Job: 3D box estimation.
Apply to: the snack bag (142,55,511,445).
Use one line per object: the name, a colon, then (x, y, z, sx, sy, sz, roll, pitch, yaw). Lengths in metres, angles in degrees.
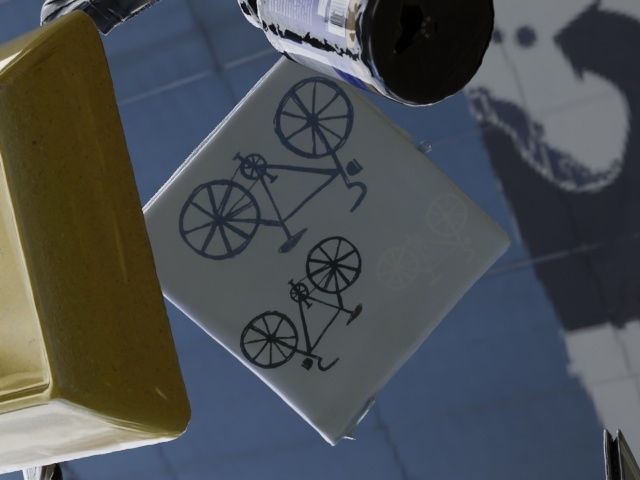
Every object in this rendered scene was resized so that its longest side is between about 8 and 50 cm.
snack bag: (0.000, 0.000, 1.665, 0.342, 0.323, 0.037, 42, 174, -3)

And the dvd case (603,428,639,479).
dvd case: (0.269, 0.290, 1.289, 0.164, 0.018, 0.221, 52, -145, -59)

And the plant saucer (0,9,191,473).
plant saucer: (-0.280, 0.022, 1.187, 0.081, 0.333, 0.333, -9, -96, -53)

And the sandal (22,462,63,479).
sandal: (-0.364, 0.312, 2.009, 0.049, 0.180, 0.072, -7, -115, -22)

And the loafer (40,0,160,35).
loafer: (-0.299, -0.326, 2.127, 0.076, 0.223, 0.078, 37, -136, -52)

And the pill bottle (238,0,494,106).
pill bottle: (0.026, -0.188, 1.194, 0.123, 0.219, 0.123, -13, -65, -30)
